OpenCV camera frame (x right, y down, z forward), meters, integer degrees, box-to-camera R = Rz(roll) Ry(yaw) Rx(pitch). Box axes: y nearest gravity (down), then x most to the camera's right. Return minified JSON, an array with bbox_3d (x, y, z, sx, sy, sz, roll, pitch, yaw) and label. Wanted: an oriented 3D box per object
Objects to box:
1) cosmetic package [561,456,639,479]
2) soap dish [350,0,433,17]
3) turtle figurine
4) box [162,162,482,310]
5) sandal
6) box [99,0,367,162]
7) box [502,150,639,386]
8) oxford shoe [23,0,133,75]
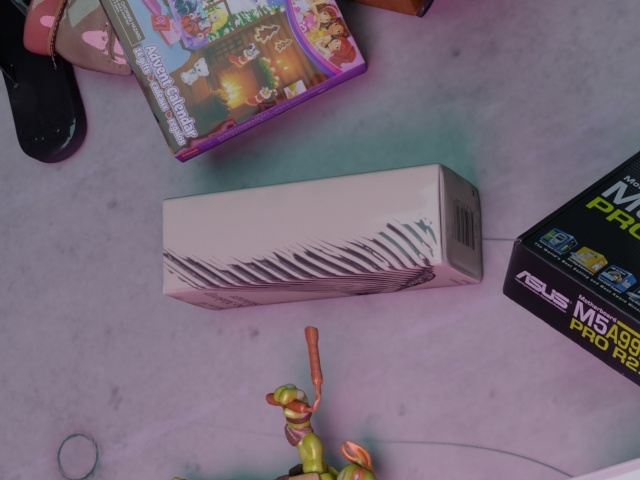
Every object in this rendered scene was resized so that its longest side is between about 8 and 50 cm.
[{"bbox_3d":[0.279,0.264,1.257,0.151,0.151,0.184,-20,71,19],"label":"cosmetic package"},{"bbox_3d":[0.084,-0.320,1.421,0.118,0.291,0.229,34,93,7],"label":"soap dish"},{"bbox_3d":[-0.031,0.226,1.443,0.217,0.087,0.270,-20,79,27],"label":"turtle figurine"},{"bbox_3d":[0.000,0.000,1.469,0.275,0.113,0.094,-7,76,24],"label":"box"},{"bbox_3d":[-0.307,-0.202,1.686,0.097,0.054,0.255,-31,67,15],"label":"sandal"},{"bbox_3d":[-0.108,-0.249,1.537,0.201,0.057,0.293,-26,85,2],"label":"box"},{"bbox_3d":[0.312,0.043,1.270,0.270,0.216,0.060,36,138,27],"label":"box"},{"bbox_3d":[-0.176,-0.329,1.643,0.130,0.123,0.348,23,87,1],"label":"oxford shoe"}]
